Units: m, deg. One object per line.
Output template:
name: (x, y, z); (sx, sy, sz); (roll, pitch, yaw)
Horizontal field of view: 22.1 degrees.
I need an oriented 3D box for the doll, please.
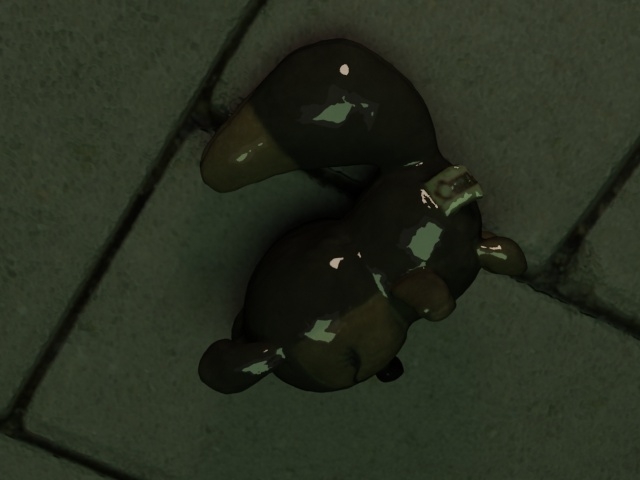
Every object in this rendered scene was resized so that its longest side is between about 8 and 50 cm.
doll: (0.001, -0.006, 1.896); (0.382, 0.252, 0.378); (-30, 86, 6)
